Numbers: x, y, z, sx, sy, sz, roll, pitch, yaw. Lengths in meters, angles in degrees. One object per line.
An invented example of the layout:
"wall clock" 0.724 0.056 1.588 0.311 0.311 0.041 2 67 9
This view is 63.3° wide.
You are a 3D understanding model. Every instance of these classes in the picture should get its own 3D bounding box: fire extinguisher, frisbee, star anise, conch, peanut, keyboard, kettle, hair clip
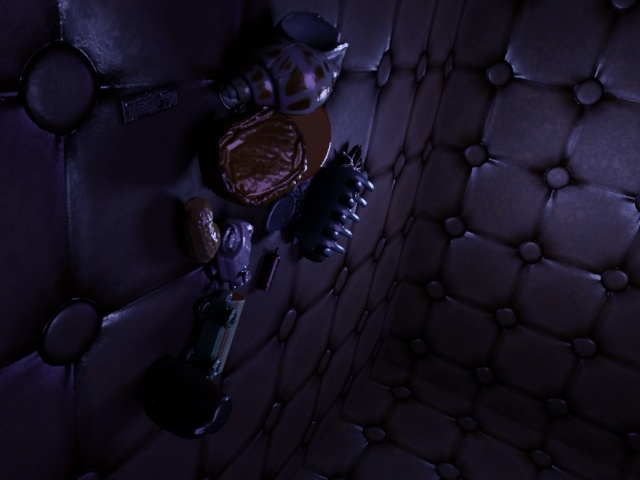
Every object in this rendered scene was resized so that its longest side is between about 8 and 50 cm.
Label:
"fire extinguisher" -0.170 0.093 1.772 0.078 0.045 0.157 -125 -127 -83
"frisbee" -0.054 -0.297 1.521 0.250 0.021 0.251 -19 117 -42
"star anise" 0.108 -0.272 2.054 0.212 0.073 0.197 -35 136 -50
"conch" -0.082 -0.439 1.315 0.368 0.197 0.250 -27 97 -52
"peanut" -0.299 -0.024 1.298 0.083 0.093 0.194 -105 -164 -50
"keyboard" -0.347 -0.283 1.068 0.155 0.010 0.053 -43 145 -48
"kettle" -0.357 0.420 1.363 0.202 0.232 0.144 -12 119 -64
"hair clip" 0.004 -0.114 1.740 0.319 0.238 0.392 -65 158 -4

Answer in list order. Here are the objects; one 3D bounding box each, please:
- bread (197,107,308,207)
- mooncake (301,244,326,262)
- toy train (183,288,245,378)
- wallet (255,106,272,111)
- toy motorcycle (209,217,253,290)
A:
"bread" -0.167 -0.202 1.279 0.253 0.142 0.228 -25 112 -27
"mooncake" 0.000 0.000 2.006 0.168 0.104 0.175 -16 127 -70
"toy train" -0.305 0.276 1.539 0.177 0.116 0.286 -11 119 -78
"wallet" -0.113 -0.357 1.503 0.230 0.042 0.125 -22 129 -56
"toy motorcycle" -0.238 0.023 1.477 0.260 0.110 0.171 90 17 -52
